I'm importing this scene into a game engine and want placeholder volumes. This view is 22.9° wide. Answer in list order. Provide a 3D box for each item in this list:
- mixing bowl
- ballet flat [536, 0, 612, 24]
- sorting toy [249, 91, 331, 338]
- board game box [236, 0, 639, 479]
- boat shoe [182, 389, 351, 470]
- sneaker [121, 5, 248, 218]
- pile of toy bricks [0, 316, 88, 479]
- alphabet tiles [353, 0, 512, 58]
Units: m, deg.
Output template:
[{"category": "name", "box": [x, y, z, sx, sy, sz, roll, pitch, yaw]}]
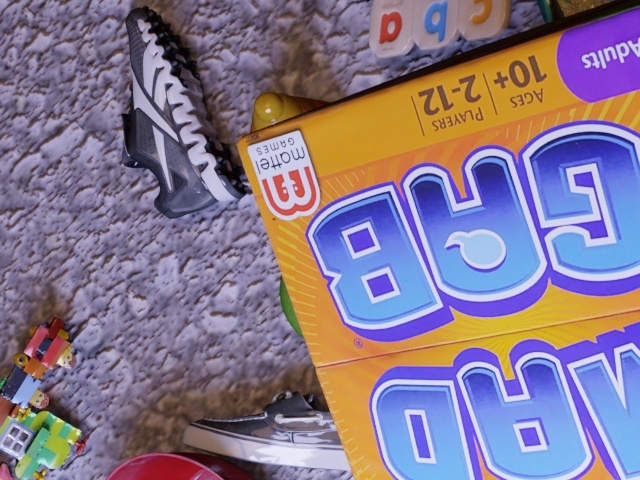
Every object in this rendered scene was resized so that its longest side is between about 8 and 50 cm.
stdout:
[{"category": "mixing bowl", "box": [-0.110, 0.269, 1.460, 0.181, 0.098, 0.181, 5, 102, 26]}, {"category": "ballet flat", "box": [0.254, -0.190, 1.435, 0.123, 0.123, 0.348, -16, 74, 15]}, {"category": "sorting toy", "box": [0.000, 0.000, 1.440, 0.127, 0.126, 0.365, -22, 62, 9]}, {"category": "board game box", "box": [0.228, 0.009, 1.158, 0.356, 0.356, 0.356, -14, 98, 42]}, {"category": "boat shoe", "box": [-0.019, 0.177, 1.477, 0.219, 0.078, 0.070, 4, 82, 11]}, {"category": "sneaker", "box": [-0.163, -0.123, 1.574, 0.106, 0.078, 0.234, -29, 72, 14]}, {"category": "pile of toy bricks", "box": [-0.282, 0.186, 1.554, 0.105, 0.118, 0.212, 32, 81, -11]}, {"category": "alphabet tiles", "box": [0.124, -0.312, 1.479, 0.284, 0.021, 0.278, -4, 76, 46]}]
